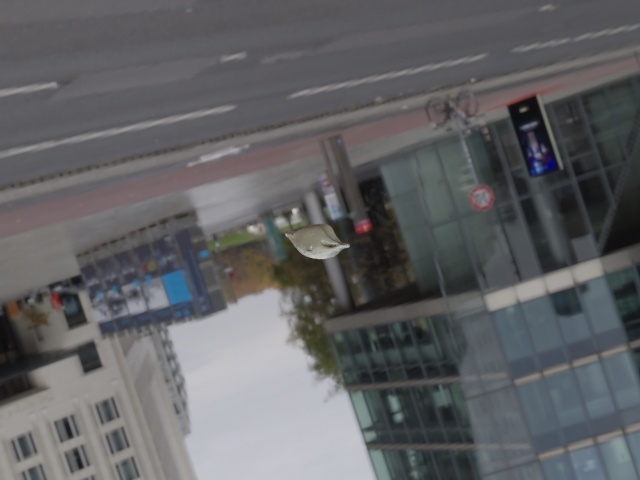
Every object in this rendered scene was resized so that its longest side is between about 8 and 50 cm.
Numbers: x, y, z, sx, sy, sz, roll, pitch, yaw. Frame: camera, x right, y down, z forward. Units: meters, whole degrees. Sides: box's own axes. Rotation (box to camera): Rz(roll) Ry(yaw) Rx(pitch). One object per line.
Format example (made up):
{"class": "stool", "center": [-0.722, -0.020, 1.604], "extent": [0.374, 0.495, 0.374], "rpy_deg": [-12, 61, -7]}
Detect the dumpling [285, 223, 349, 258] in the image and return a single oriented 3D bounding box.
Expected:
{"class": "dumpling", "center": [0.001, 0.001, 1.063], "extent": [0.077, 0.043, 0.059], "rpy_deg": [-12, 177, 23]}
